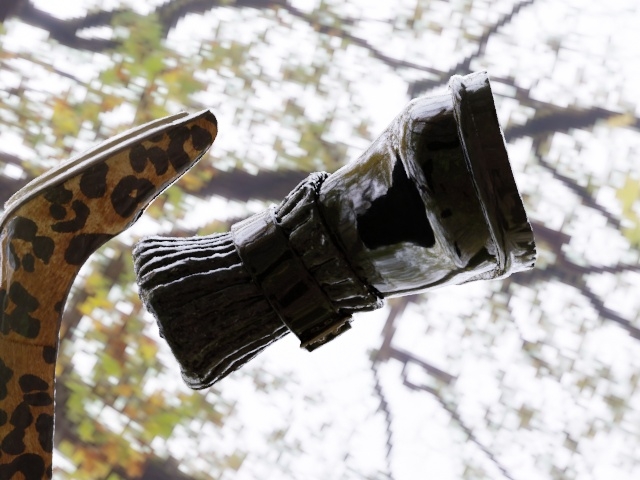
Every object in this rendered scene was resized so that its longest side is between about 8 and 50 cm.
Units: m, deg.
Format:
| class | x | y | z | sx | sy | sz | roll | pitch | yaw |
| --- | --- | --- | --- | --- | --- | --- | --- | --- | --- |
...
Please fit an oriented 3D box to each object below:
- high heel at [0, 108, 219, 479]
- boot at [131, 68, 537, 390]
| class | x | y | z | sx | sy | sz | roll | pitch | yaw |
| --- | --- | --- | --- | --- | --- | --- | --- | --- | --- |
| high heel | -0.133 | 0.055 | 1.104 | 0.261 | 0.093 | 0.186 | -34 | -84 | 0 |
| boot | 0.001 | 0.004 | 1.306 | 0.260 | 0.348 | 0.131 | -16 | -101 | -6 |
